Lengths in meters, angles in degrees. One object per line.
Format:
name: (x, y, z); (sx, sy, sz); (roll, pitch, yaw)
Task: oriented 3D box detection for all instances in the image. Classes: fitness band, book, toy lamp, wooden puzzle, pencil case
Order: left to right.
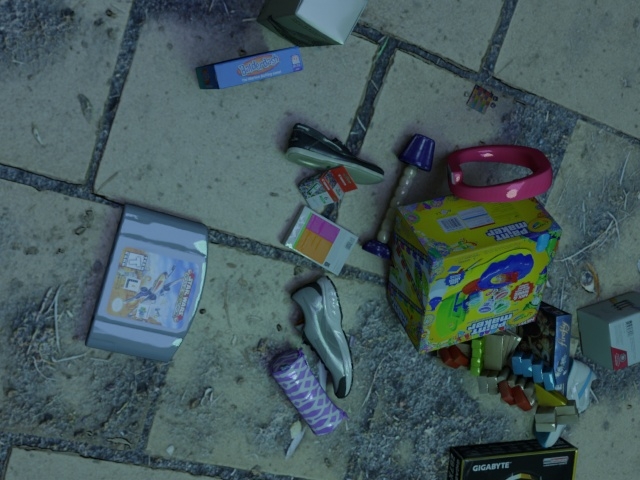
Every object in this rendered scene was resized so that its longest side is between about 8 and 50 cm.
pencil case: (-0.028, 0.327, 1.712); (0.088, 0.086, 0.206); (-32, 110, 0)
book: (0.000, 0.000, 1.688); (0.144, 0.035, 0.096); (31, 87, -21)
toy lamp: (0.174, -0.096, 1.703); (0.080, 0.080, 0.275); (20, 96, -21)
wooden puzzle: (0.356, -0.314, 1.756); (0.083, 0.006, 0.049); (24, 92, -21)
fitness band: (0.371, -0.143, 1.647); (0.208, 0.291, 0.054); (-3, 111, 7)

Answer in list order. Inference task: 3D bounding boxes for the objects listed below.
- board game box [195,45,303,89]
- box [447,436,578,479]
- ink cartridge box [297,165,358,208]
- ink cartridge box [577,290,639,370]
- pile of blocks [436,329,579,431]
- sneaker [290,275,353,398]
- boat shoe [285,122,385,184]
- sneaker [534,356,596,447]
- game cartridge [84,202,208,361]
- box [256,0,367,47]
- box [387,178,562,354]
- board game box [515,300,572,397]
board game box: (-0.139, -0.323, 1.483); (0.160, 0.210, 0.047); (-17, 104, -15)
box: (0.466, 0.630, 1.941); (0.321, 0.079, 0.257); (1, 102, -18)
ink cartridge box: (0.014, -0.109, 1.630); (0.063, 0.115, 0.029); (56, 43, -21)
ink cartridge box: (0.743, 0.217, 1.922); (0.176, 0.127, 0.128); (-15, 104, -15)
pile of blocks: (0.412, 0.294, 1.742); (0.362, 0.112, 0.149); (30, 110, 15)
sneaker: (0.007, 0.215, 1.706); (0.107, 0.100, 0.272); (-15, 100, -4)
boat shoe: (0.040, -0.176, 1.642); (0.233, 0.084, 0.079); (19, 69, -26)
sneaker: (0.601, 0.405, 1.928); (0.092, 0.087, 0.229); (25, 88, -15)
game cartridge: (-0.337, 0.092, 1.584); (0.198, 0.062, 0.298); (15, 95, -16)
box: (-0.023, -0.427, 1.465); (0.113, 0.275, 0.094); (27, 93, -21)
box: (0.314, 0.055, 1.667); (0.289, 0.177, 0.279); (-14, 135, -15)
board game box: (0.515, 0.269, 1.838); (0.042, 0.165, 0.244); (-3, 101, -17)
